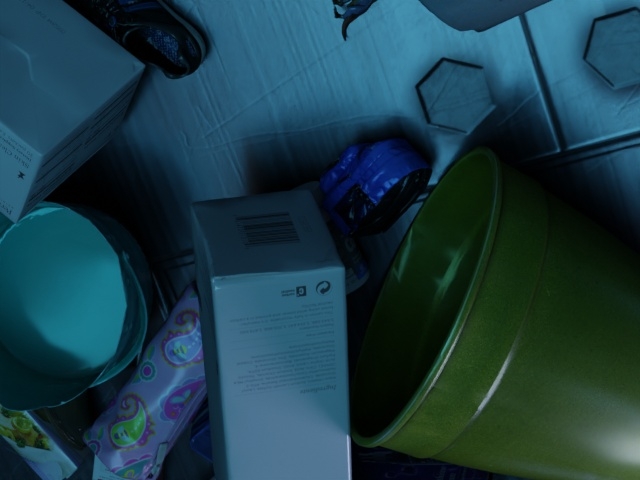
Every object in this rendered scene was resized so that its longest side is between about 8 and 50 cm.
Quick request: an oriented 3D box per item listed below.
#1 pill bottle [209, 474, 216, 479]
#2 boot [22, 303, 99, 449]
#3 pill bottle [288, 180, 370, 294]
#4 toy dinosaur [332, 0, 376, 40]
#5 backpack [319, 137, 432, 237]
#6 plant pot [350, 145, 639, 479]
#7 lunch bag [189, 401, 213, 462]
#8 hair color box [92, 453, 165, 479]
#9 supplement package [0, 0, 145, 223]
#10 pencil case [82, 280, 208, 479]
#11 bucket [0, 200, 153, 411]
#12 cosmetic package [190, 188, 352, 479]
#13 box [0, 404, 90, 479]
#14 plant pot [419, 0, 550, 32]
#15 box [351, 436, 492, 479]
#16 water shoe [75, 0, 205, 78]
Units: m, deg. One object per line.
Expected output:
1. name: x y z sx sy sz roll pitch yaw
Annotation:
1. pill bottle: -0.120 0.415 1.920 0.161 0.161 0.283 36 116 -3
2. boot: -0.324 0.182 1.913 0.106 0.082 0.219 -10 108 20
3. pill bottle: 0.000 0.000 1.758 0.078 0.078 0.137 -21 107 21
4. toy dinosaur: 0.054 -0.289 1.654 0.082 0.047 0.090 -12 143 9
5. backpack: 0.066 -0.073 1.700 0.120 0.098 0.101 -44 78 27
6. plant pot: 0.269 0.128 1.624 0.353 0.366 0.366 23 117 -10
7. lunch bag: -0.132 0.252 1.906 0.098 0.065 0.067 -39 115 23
8. hair color box: -0.270 0.327 1.978 0.093 0.053 0.167 13 114 6
9. supplement package: -0.382 -0.192 1.661 0.262 0.204 0.145 38 141 3
10. pencil case: -0.192 0.188 1.833 0.124 0.124 0.284 34 102 -3
11. bucket: -0.350 0.074 1.778 0.281 0.183 0.281 1 93 10
12. cosmetic package: -0.057 0.158 1.668 0.156 0.217 0.385 -6 116 -9
13. box: -0.451 0.201 1.960 0.063 0.067 0.324 -36 100 23
14. plant pot: 0.234 -0.393 1.412 0.334 0.341 0.341 -28 104 30
15. box: 0.114 0.350 1.840 0.207 0.153 0.108 7 114 10
16. water shoe: -0.229 -0.271 1.694 0.203 0.080 0.073 33 116 -2
